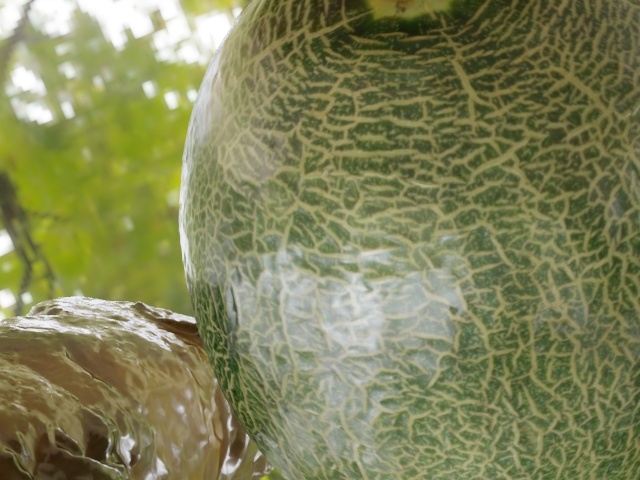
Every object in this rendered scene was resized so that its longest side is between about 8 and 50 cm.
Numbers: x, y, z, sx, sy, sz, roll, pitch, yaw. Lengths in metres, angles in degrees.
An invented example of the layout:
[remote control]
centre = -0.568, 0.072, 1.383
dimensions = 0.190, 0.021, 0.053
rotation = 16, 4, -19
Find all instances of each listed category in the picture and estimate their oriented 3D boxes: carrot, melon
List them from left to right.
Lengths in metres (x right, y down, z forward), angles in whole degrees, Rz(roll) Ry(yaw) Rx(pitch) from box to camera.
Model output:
[carrot]
centre = -0.070, 0.066, 0.600
dimensions = 0.102, 0.102, 0.263
rotation = -6, -176, 23
[melon]
centre = 0.034, -0.001, 0.469
dimensions = 0.139, 0.192, 0.139
rotation = -7, -135, 7
